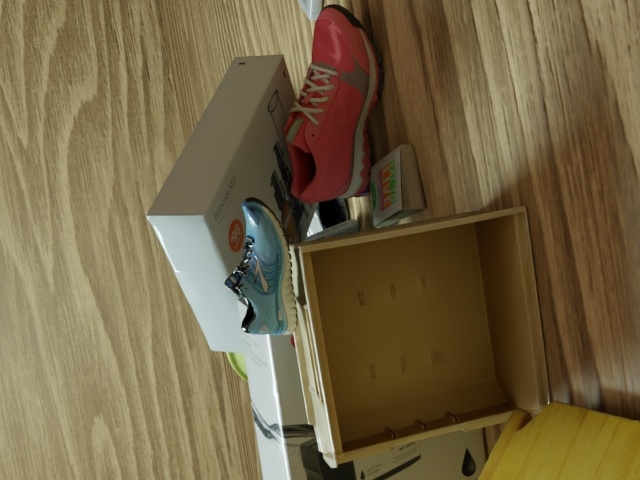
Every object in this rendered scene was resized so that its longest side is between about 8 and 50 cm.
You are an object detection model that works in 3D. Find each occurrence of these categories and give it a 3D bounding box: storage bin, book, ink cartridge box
[{"bbox_3d":[0.107,0.108,1.006,0.123,0.262,0.260,-168,68,-74],"label":"storage bin"},{"bbox_3d":[0.110,-0.080,1.301,0.144,0.035,0.096,146,120,-73],"label":"book"},{"bbox_3d":[0.063,0.248,1.208,0.166,0.285,0.394,-161,62,-71],"label":"ink cartridge box"}]

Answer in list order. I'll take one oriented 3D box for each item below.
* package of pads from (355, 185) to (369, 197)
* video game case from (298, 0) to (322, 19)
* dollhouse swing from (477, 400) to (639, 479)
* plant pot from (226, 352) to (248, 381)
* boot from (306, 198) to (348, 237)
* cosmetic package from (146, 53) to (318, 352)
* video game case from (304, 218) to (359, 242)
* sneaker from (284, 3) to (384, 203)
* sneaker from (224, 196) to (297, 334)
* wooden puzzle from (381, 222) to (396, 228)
[{"bbox_3d":[0.054,-0.106,1.473,0.083,0.032,0.050,-140,43,-65],"label":"package of pads"},{"bbox_3d":[-0.036,-0.532,1.523,0.206,0.026,0.227,95,159,-44],"label":"video game case"},{"bbox_3d":[0.320,0.373,0.815,0.315,0.305,0.347,-60,11,-10],"label":"dollhouse swing"},{"bbox_3d":[0.021,0.188,1.432,0.254,0.276,0.276,39,138,49],"label":"plant pot"},{"bbox_3d":[0.000,0.000,1.616,0.123,0.095,0.258,8,115,59],"label":"boot"},{"bbox_3d":[-0.111,-0.062,1.339,0.377,0.097,0.284,-71,-29,-42],"label":"cosmetic package"},{"bbox_3d":[-0.009,0.067,1.554,0.022,0.173,0.190,42,142,40],"label":"video game case"},{"bbox_3d":[0.009,-0.193,1.326,0.116,0.136,0.313,27,127,42],"label":"sneaker"},{"bbox_3d":[-0.070,0.033,0.961,0.063,0.073,0.162,-142,43,-72],"label":"sneaker"},{"bbox_3d":[0.109,-0.016,1.388,0.083,0.006,0.049,130,127,-70],"label":"wooden puzzle"}]
